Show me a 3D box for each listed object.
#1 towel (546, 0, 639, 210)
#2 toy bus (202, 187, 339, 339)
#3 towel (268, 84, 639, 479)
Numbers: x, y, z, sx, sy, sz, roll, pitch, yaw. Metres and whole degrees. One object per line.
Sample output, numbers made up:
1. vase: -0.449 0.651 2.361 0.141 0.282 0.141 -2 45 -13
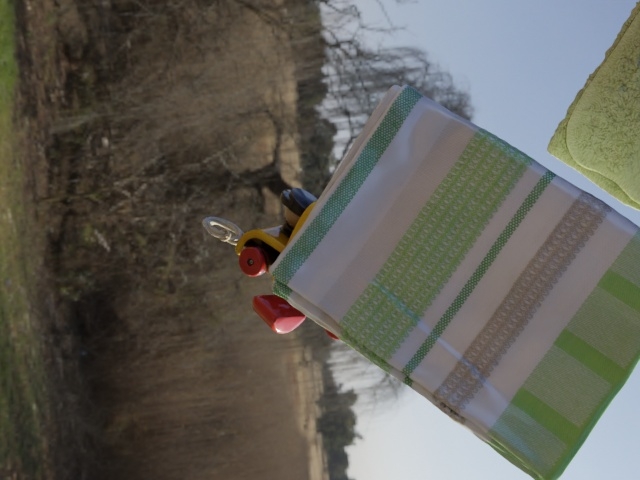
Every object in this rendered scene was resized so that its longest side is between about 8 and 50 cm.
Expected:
1. towel: 0.189 -0.078 0.356 0.148 0.110 0.027 -61 162 12
2. toy bus: 0.012 0.006 0.685 0.104 0.202 0.191 -63 -156 19
3. towel: 0.062 0.014 0.321 0.113 0.152 0.023 -57 161 6
